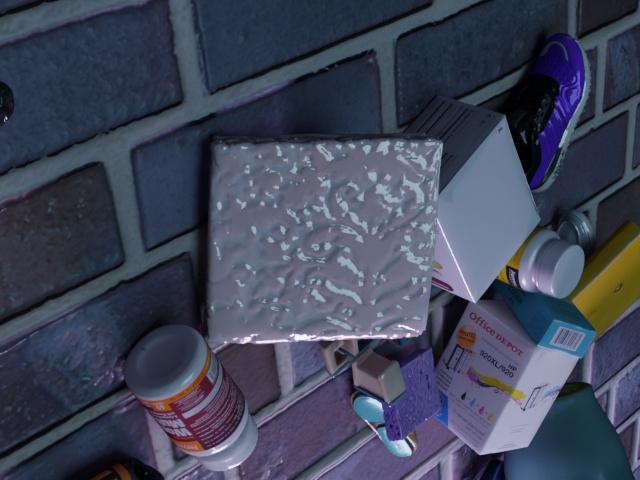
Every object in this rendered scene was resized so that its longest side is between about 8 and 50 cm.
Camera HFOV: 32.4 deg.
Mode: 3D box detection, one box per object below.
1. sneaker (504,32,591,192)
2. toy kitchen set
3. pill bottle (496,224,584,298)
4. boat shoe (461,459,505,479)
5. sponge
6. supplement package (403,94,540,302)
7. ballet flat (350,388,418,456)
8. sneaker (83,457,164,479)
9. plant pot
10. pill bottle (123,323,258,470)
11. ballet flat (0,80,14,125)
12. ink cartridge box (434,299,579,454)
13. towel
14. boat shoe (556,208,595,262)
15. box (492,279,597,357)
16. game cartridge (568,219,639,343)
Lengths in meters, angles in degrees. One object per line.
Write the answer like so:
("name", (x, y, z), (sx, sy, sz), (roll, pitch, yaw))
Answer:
("sneaker", (0.383, -0.223, 1.953), (0.146, 0.102, 0.293), (-3, 110, -46))
("toy kitchen set", (0.121, 0.177, 1.810), (0.207, 0.166, 0.122), (-39, 132, -29))
("pill bottle", (0.352, 0.022, 1.955), (0.119, 0.209, 0.119), (-22, 123, -39))
("boat shoe", (0.317, 0.535, 2.250), (0.258, 0.089, 0.109), (-47, 126, -55))
("sponge", (0.157, 0.264, 1.917), (0.210, 0.031, 0.117), (-17, 99, -65))
("supplement package", (0.225, -0.067, 1.824), (0.204, 0.145, 0.261), (-49, 136, -19))
("ballet flat", (0.113, 0.301, 1.952), (0.232, 0.080, 0.073), (60, 35, -46))
("sneaker", (-0.250, 0.446, 1.571), (0.180, 0.125, 0.321), (-34, 130, -31))
("plant pot", (0.492, 0.432, 2.252), (0.272, 0.272, 0.255), (-14, 90, -43))
("pill bottle", (-0.175, 0.226, 1.549), (0.121, 0.121, 0.221), (-48, 136, -20))
("ballet flat", (-0.395, -0.185, 1.182), (0.173, 0.058, 0.049), (50, 29, -48))
("ink cartridge box", (0.332, 0.246, 2.037), (0.168, 0.171, 0.232), (4, 117, -47))
("towel", (0.000, 0.000, 1.566), (0.332, 0.053, 0.316), (-1, 112, -11))
("boat shoe", (0.497, 0.047, 2.224), (0.081, 0.079, 0.227), (-35, 134, -38))
("box", (0.400, 0.114, 2.007), (0.101, 0.244, 0.060), (17, 113, -23))
("game cartridge", (0.538, 0.137, 2.253), (0.324, 0.053, 0.285), (-42, 149, -6))
